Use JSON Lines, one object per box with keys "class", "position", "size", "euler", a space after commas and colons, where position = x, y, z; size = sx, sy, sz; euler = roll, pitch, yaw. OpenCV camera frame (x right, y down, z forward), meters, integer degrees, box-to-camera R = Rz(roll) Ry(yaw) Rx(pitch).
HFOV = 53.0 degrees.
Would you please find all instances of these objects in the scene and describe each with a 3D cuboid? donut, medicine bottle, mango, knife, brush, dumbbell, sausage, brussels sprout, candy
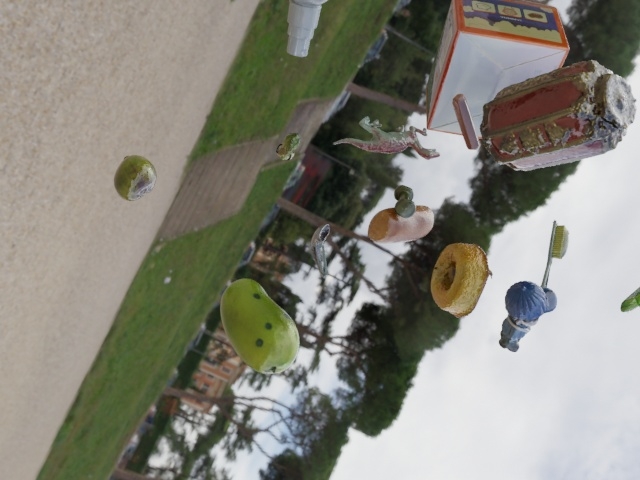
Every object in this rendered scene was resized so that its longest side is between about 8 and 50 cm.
{"class": "donut", "position": [0.463, 0.128, 2.138], "size": [0.253, 0.118, 0.253], "euler": [-169, -90, -72]}
{"class": "medicine bottle", "position": [-0.016, -0.549, 1.298], "size": [0.110, 0.110, 0.351], "euler": [-78, -178, -56]}
{"class": "mango", "position": [-0.164, 0.215, 1.664], "size": [0.293, 0.175, 0.143], "euler": [56, -41, 34]}
{"class": "knife", "position": [-0.002, 0.000, 1.855], "size": [0.278, 0.053, 0.123], "euler": [-85, 174, -70]}
{"class": "brush", "position": [0.781, 0.057, 2.126], "size": [0.068, 0.060, 0.296], "euler": [59, 45, -48]}
{"class": "dumbbell", "position": [0.205, -0.096, 1.566], "size": [0.046, 0.052, 0.118], "euler": [-61, -172, 24]}
{"class": "sausage", "position": [0.208, -0.040, 1.621], "size": [0.238, 0.098, 0.098], "euler": [-10, 140, -50]}
{"class": "brussels sprout", "position": [-0.081, -0.229, 1.575], "size": [0.083, 0.046, 0.051], "euler": [123, -11, -57]}
{"class": "candy", "position": [0.861, 0.118, 1.666], "size": [0.178, 0.032, 0.102], "euler": [-38, 172, -9]}
{"class": "sausage", "position": [0.335, -0.269, 1.472], "size": [0.030, 0.147, 0.035], "euler": [-42, -145, -23]}

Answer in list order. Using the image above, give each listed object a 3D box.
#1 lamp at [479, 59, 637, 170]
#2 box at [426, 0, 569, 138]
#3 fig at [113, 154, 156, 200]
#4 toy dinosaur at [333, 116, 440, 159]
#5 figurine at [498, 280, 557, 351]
{"class": "lamp", "position": [0.428, -0.223, 1.185], "size": [0.274, 0.177, 0.177], "euler": [-6, -125, 54]}
{"class": "box", "position": [0.505, -0.512, 1.914], "size": [0.348, 0.319, 0.256], "euler": [99, -2, -47]}
{"class": "fig", "position": [-0.560, -0.190, 1.945], "size": [0.136, 0.121, 0.153], "euler": [-48, -159, 22]}
{"class": "toy dinosaur", "position": [0.155, -0.237, 1.558], "size": [0.242, 0.167, 0.053], "euler": [-18, 153, -28]}
{"class": "figurine", "position": [0.363, 0.134, 1.159], "size": [0.086, 0.087, 0.149], "euler": [-56, 166, -43]}
